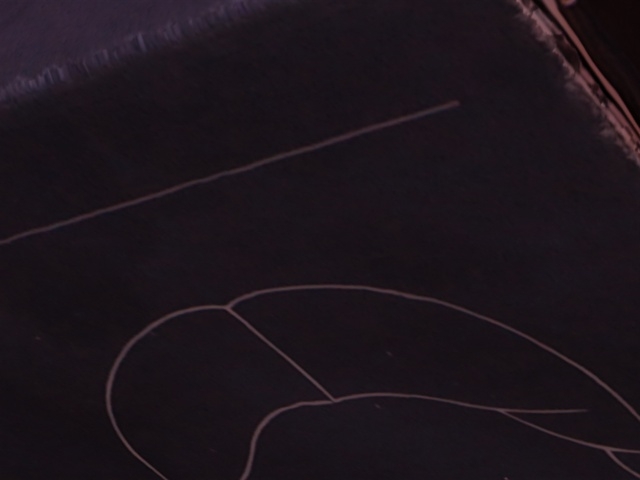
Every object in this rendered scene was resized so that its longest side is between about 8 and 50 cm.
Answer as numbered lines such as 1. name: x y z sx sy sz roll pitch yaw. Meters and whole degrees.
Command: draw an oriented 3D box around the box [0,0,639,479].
1. box: 0.000 0.000 0.694 0.480 0.297 0.472 -15 138 33
